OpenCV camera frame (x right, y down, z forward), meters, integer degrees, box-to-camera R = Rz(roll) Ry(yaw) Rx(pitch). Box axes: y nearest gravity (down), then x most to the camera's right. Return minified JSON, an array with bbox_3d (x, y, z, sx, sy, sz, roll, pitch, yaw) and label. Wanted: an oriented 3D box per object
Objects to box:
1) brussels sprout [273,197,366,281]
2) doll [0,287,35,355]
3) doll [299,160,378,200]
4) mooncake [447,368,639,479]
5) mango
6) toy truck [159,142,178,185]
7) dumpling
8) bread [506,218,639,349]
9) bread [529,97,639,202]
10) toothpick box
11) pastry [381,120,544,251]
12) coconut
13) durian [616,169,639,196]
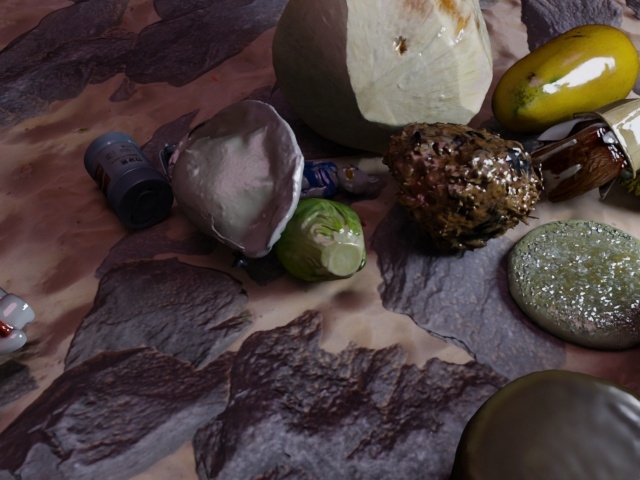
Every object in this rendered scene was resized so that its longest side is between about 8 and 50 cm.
[{"bbox_3d":[-0.002,-0.003,1.183,0.155,0.117,0.155,-8,26,4],"label":"brussels sprout"},{"bbox_3d":[-0.504,0.177,0.984,0.161,0.129,0.290,23,54,21],"label":"doll"},{"bbox_3d":[-0.013,-0.109,1.334,0.228,0.057,0.114,-1,39,4],"label":"doll"},{"bbox_3d":[0.283,0.296,0.857,0.285,0.155,0.284,0,42,0],"label":"mooncake"},{"bbox_3d":[0.447,-0.291,1.422,0.317,0.211,0.172,-25,89,-23],"label":"mango"},{"bbox_3d":[-0.190,-0.157,1.349,0.178,0.080,0.115,-18,15,-5],"label":"toy truck"},{"bbox_3d":[-0.124,-0.090,1.207,0.205,0.163,0.293,-36,52,-12],"label":"dumpling"},{"bbox_3d":[0.419,0.056,1.185,0.267,0.040,0.266,0,44,0],"label":"bread"},{"bbox_3d":[0.460,-0.148,1.279,0.212,0.142,0.224,-33,5,10],"label":"bread"},{"bbox_3d":[-0.326,-0.103,1.290,0.101,0.101,0.153,-25,49,-24],"label":"toothpick box"},{"bbox_3d":[0.221,-0.087,1.244,0.275,0.192,0.275,7,20,-2],"label":"pastry"},{"bbox_3d":[0.118,-0.345,1.372,0.416,0.344,0.415,0,41,0],"label":"coconut"},{"bbox_3d":[0.628,-0.145,1.314,0.138,0.193,0.237,36,60,-1],"label":"durian"}]
